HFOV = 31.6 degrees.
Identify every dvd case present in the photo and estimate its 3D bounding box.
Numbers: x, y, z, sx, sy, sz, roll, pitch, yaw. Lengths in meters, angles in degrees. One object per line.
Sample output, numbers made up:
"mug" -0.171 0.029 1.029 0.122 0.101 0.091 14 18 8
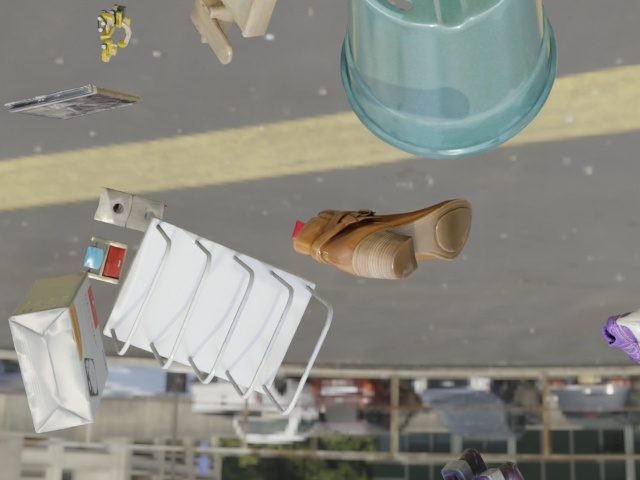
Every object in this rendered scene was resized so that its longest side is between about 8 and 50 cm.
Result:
"dvd case" -0.438 -0.246 2.025 0.164 0.018 0.221 -10 180 14

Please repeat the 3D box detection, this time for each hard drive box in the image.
"hard drive box" -0.395 0.164 1.730 0.089 0.181 0.232 -10 -167 -3

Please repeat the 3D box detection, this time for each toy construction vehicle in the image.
"toy construction vehicle" -0.357 -0.365 1.968 0.035 0.086 0.098 11 131 5

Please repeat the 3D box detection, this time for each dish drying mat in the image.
"dish drying mat" 0.000 0.000 1.613 0.083 0.032 0.008 23 146 -14

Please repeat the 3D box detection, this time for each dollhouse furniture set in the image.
"dollhouse furniture set" -0.014 -0.469 2.027 0.355 0.174 0.303 -13 147 -32
"dollhouse furniture set" -0.390 -0.001 2.248 0.129 0.184 0.129 15 180 -7

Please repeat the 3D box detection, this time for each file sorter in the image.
"file sorter" -0.150 0.115 1.666 0.277 0.193 0.173 23 -177 -17

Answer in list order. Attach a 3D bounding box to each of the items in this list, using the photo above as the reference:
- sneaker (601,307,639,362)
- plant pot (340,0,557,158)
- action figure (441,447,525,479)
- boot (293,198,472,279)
"sneaker" 0.467 0.142 1.720 0.071 0.068 0.170 -3 156 20
"plant pot" 0.178 -0.338 1.628 0.341 0.341 0.334 -1 161 8
"action figure" 0.159 0.377 1.536 0.285 0.099 0.185 -18 -175 -41
"boot" 0.077 -0.015 1.339 0.152 0.073 0.197 12 -157 38
